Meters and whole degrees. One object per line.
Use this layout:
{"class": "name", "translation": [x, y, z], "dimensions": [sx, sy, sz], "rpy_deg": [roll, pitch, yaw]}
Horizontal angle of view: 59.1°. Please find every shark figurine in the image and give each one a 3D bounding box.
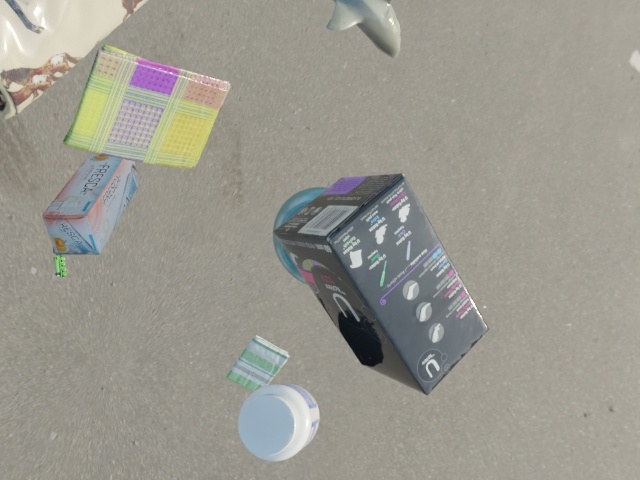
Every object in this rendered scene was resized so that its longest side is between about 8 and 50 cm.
{"class": "shark figurine", "translation": [0.014, -0.384, 0.899], "dimensions": [0.278, 0.166, 0.116], "rpy_deg": [29, 73, -3]}

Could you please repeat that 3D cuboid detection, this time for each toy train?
{"class": "toy train", "translation": [-0.621, 0.049, 1.340], "dimensions": [0.024, 0.017, 0.083], "rpy_deg": [-1, 74, -40]}

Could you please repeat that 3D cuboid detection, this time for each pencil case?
{"class": "pencil case", "translation": [-0.258, -0.329, 0.605], "dimensions": [0.410, 0.160, 0.183], "rpy_deg": [-50, 140, -17]}

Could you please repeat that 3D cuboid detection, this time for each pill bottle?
{"class": "pill bottle", "translation": [-0.089, 0.382, 1.197], "dimensions": [0.153, 0.272, 0.152], "rpy_deg": [-2, 75, 6]}

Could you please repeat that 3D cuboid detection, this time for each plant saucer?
{"class": "plant saucer", "translation": [0.000, 0.000, 1.690], "dimensions": [0.318, 0.044, 0.317], "rpy_deg": [4, 106, 14]}

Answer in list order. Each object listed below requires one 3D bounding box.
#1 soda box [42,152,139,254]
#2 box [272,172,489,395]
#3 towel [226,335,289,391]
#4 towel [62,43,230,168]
{"class": "soda box", "translation": [-0.301, -0.057, 0.757], "dimensions": [0.058, 0.062, 0.183], "rpy_deg": [0, 36, 2]}
{"class": "box", "translation": [0.085, 0.057, 0.792], "dimensions": [0.143, 0.165, 0.270], "rpy_deg": [-41, 111, -20]}
{"class": "towel", "translation": [-0.169, 0.336, 1.520], "dimensions": [0.113, 0.023, 0.152], "rpy_deg": [33, 107, -13]}
{"class": "towel", "translation": [-0.091, -0.069, 0.308], "dimensions": [0.083, 0.060, 0.009], "rpy_deg": [1, 37, -49]}
